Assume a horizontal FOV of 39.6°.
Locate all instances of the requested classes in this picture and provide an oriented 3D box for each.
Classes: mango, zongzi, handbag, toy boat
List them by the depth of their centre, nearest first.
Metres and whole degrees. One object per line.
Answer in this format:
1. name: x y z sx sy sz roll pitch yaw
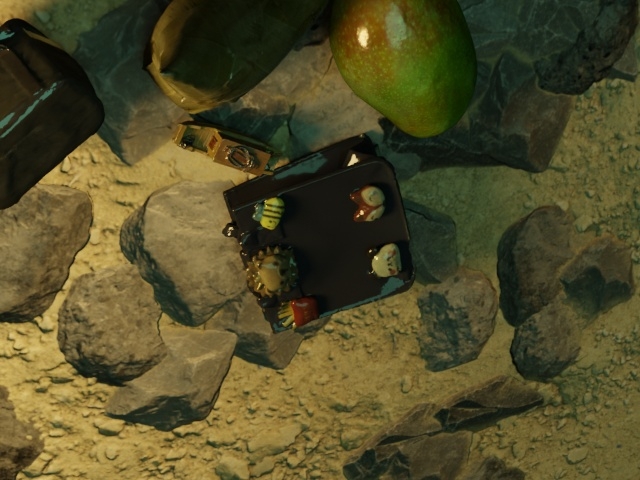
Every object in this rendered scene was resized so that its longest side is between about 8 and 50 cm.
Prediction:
1. zongzi: -0.096 -0.336 1.272 0.356 0.393 0.174 -43 101 -1
2. handbag: -0.461 -0.187 1.316 0.254 0.181 0.181 -42 155 1
3. mango: 0.145 -0.310 1.493 0.225 0.201 0.382 -46 138 -11
4. toy boat: -0.157 -0.157 1.517 0.201 0.077 0.057 16 110 -29
5. handbag: 0.000 0.000 1.643 0.329 0.122 0.303 -22 123 -9
